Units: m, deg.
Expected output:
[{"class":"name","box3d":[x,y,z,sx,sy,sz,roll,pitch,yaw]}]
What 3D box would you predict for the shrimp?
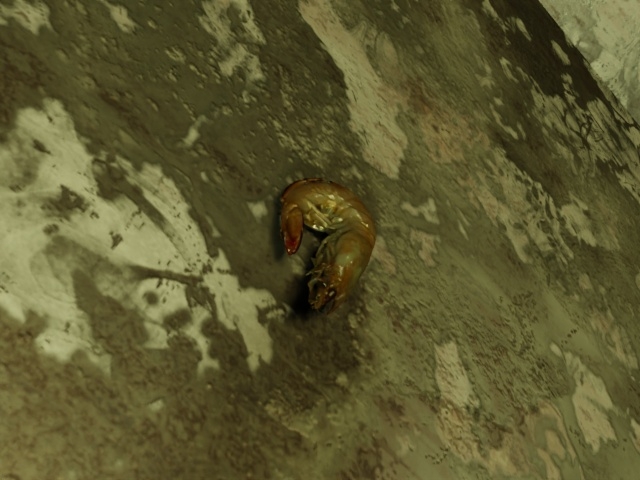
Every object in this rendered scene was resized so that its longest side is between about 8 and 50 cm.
[{"class":"shrimp","box3d":[0.003,-0.002,0.943,0.133,0.053,0.236,47,34,-17]}]
